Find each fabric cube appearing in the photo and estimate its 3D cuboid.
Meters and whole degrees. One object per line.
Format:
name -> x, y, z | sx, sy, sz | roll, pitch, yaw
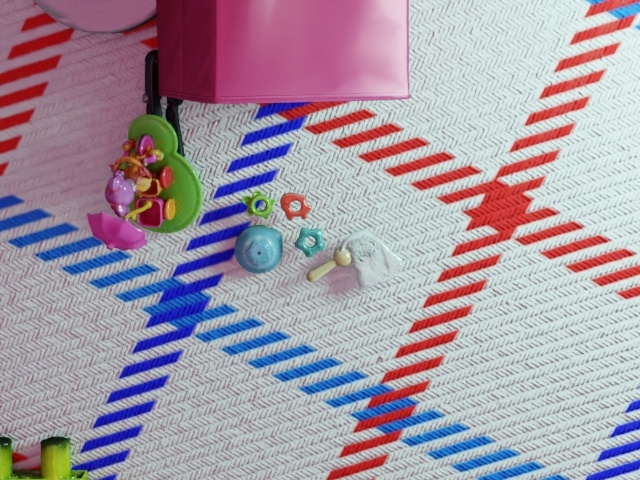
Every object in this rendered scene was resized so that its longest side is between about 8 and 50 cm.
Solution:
fabric cube -> -0.054, -0.303, 1.501 | 0.254, 0.259, 0.258 | -5, 100, -22

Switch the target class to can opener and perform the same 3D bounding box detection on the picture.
can opener -> -0.212, -0.167, 1.653 | 0.059, 0.073, 0.186 | 1, 109, -7

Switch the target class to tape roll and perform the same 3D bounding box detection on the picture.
tape roll -> -0.286, -0.382, 1.607 | 0.219, 0.072, 0.219 | 0, 100, -2

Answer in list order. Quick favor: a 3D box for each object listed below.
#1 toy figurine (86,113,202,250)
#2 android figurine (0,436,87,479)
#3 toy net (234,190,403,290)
toy figurine -> -0.242, -0.059, 1.594 | 0.130, 0.159, 0.173 | 6, 115, 15
android figurine -> -0.416, 0.414, 1.746 | 0.248, 0.056, 0.272 | -2, 99, -1
toy net -> 0.000, 0.000, 1.693 | 0.232, 0.045, 0.122 | 9, 97, -4
